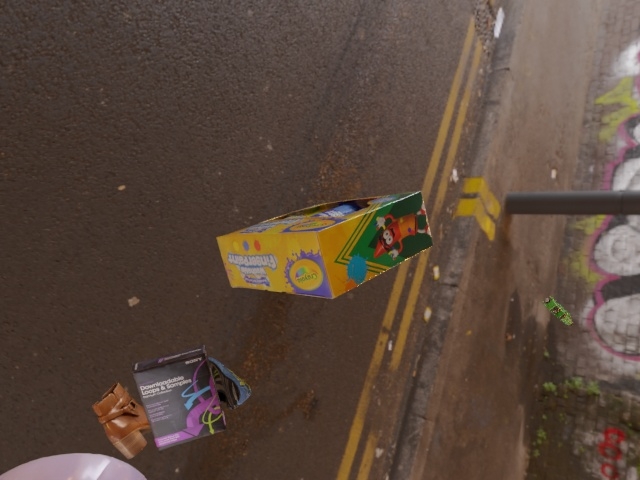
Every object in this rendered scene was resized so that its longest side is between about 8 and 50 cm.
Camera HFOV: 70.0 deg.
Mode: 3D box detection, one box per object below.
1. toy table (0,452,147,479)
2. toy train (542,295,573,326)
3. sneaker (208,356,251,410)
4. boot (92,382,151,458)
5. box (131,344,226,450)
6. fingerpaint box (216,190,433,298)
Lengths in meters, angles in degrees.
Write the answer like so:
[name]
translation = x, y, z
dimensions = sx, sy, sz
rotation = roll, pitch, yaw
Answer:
[toy table]
translation = -0.257, 0.339, 0.408
dimensions = 0.252, 0.160, 0.274
rotation = 13, 120, -19
[toy train]
translation = 0.359, 0.108, 0.686
dimensions = 0.083, 0.017, 0.023
rotation = 33, 23, -35
[sneaker]
translation = -0.238, 0.331, 1.062
dimensions = 0.078, 0.188, 0.067
rotation = -50, 130, -20
[boot]
translation = -0.453, 0.408, 1.109
dimensions = 0.152, 0.073, 0.197
rotation = 57, 7, -6
[box]
translation = -0.230, 0.260, 0.754
dimensions = 0.116, 0.029, 0.162
rotation = -14, 109, -11
[fingerpaint box]
translation = 0.000, 0.000, 1.223
dimensions = 0.371, 0.445, 0.163
rotation = -22, 103, -37
